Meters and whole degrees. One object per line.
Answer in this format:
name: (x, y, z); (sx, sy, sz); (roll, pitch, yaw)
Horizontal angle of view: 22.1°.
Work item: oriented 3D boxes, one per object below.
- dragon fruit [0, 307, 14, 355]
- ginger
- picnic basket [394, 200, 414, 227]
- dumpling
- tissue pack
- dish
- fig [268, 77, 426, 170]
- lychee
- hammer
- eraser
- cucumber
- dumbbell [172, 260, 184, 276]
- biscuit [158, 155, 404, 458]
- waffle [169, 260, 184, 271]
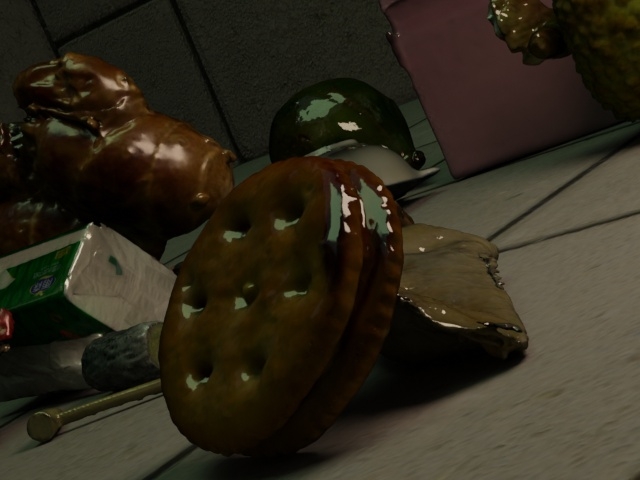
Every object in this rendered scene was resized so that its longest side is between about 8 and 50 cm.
dragon fruit: (-0.428, 0.145, 1.634); (0.268, 0.210, 0.205); (-30, 50, -30)
ginger: (-0.285, -0.052, 1.877); (0.357, 0.274, 0.152); (-41, 17, 26)
picnic basket: (0.000, 0.000, 1.738); (0.193, 0.054, 0.110); (-26, 29, -9)
dumpling: (0.061, 0.044, 1.224); (0.166, 0.086, 0.332); (9, 8, 1)
tissue pack: (-0.277, 0.095, 1.745); (0.209, 0.148, 0.156); (-16, 47, 41)
dish: (0.029, -0.079, 2.070); (0.228, 0.086, 0.236); (-24, -6, 12)
fig: (0.046, -0.123, 2.272); (0.195, 0.195, 0.245); (-28, 43, -31)
lychee: (0.367, -0.256, 1.773); (0.320, 0.270, 0.270); (-35, 6, 5)
hammer: (-0.176, 0.145, 1.520); (0.195, 0.028, 0.060); (-18, 1, 14)
eraser: (0.285, -0.260, 2.036); (0.359, 0.272, 0.122); (-21, 9, 30)
cucumber: (-0.185, 0.117, 1.599); (0.112, 0.064, 0.064); (-20, 7, 41)
dumbbell: (-0.098, 0.014, 1.823); (0.254, 0.081, 0.082); (-53, 20, -27)
biscuit: (-0.030, 0.042, 1.113); (0.066, 0.220, 0.220); (23, -22, -32)
waffle: (-0.157, 0.055, 1.970); (0.221, 0.055, 0.234); (-22, 7, 13)
